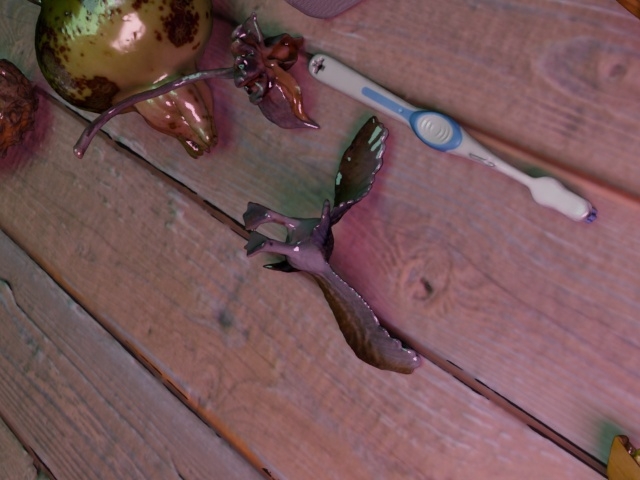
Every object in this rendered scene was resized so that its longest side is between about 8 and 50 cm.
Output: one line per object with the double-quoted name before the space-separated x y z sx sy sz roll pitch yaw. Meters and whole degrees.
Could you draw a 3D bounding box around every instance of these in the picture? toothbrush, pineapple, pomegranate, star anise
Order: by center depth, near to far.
"toothbrush" 0.113 -0.117 0.761 0.386 0.040 0.040 36 104 34
"star anise" -0.138 -0.158 0.863 0.228 0.218 0.148 -11 114 28
"pomegranate" -0.231 -0.233 0.920 0.222 0.204 0.276 -34 66 25
"pineapple" -0.613 -0.170 1.208 0.361 0.175 0.175 -25 70 30

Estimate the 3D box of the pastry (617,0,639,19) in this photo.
"pastry" 0.362 -0.304 0.483 0.410 0.245 0.409 -4 82 32

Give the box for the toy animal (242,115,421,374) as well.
"toy animal" -0.014 -0.003 0.783 0.197 0.160 0.272 -8 72 36

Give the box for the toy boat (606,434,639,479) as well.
"toy boat" 0.314 0.233 0.556 0.088 0.068 0.226 -51 56 13

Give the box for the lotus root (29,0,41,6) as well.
"lotus root" -0.378 -0.458 1.098 0.188 0.199 0.180 -36 25 15

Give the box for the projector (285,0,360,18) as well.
"projector" 0.051 -0.393 0.802 0.251 0.108 0.198 -21 71 32
